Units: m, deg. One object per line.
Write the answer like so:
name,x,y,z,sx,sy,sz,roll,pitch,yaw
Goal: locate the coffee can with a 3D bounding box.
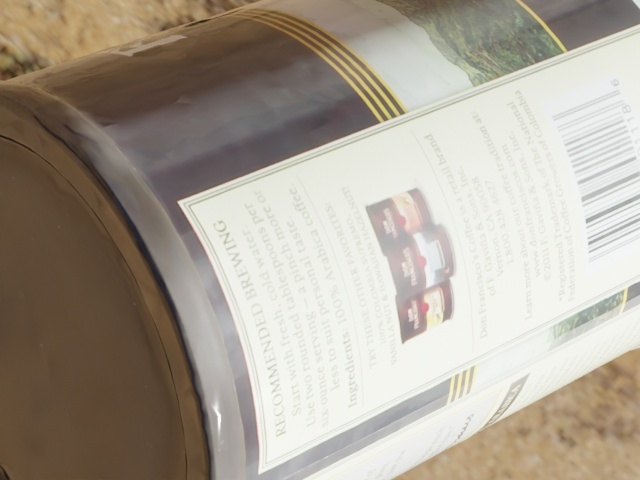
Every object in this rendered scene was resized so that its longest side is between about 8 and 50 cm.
coffee can,0.000,0.000,0.761,0.275,0.201,0.201,-23,123,-36
